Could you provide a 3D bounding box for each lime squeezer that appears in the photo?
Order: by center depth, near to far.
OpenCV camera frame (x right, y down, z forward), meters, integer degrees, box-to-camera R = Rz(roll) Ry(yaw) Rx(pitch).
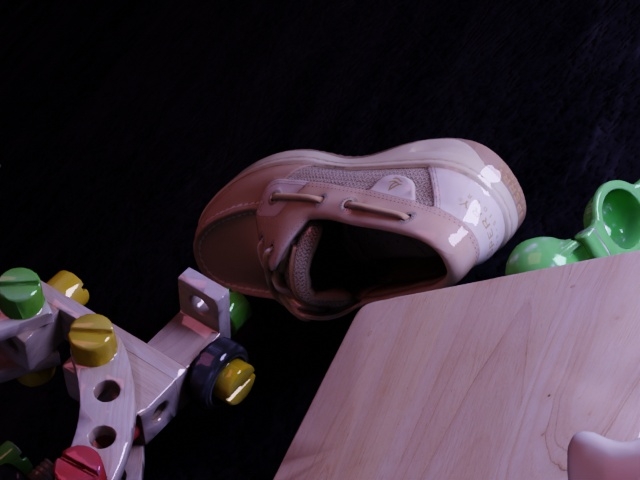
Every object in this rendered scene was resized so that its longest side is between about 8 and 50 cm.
[{"bbox_3d":[0.189,0.003,1.143,0.310,0.059,0.110,-36,-4,-1],"label":"lime squeezer"}]

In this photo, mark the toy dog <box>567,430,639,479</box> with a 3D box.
[{"bbox_3d":[0.269,0.177,0.565,0.395,0.284,0.408,31,60,21],"label":"toy dog"}]

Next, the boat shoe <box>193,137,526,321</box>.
[{"bbox_3d":[0.000,0.000,1.236,0.341,0.121,0.110,-13,28,48],"label":"boat shoe"}]

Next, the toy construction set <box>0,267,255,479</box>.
[{"bbox_3d":[-0.192,0.063,1.206,0.237,0.309,0.257,-42,35,-25],"label":"toy construction set"}]

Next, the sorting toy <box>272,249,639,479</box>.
[{"bbox_3d":[0.104,0.136,0.955,0.255,0.089,0.257,-13,34,36],"label":"sorting toy"}]
